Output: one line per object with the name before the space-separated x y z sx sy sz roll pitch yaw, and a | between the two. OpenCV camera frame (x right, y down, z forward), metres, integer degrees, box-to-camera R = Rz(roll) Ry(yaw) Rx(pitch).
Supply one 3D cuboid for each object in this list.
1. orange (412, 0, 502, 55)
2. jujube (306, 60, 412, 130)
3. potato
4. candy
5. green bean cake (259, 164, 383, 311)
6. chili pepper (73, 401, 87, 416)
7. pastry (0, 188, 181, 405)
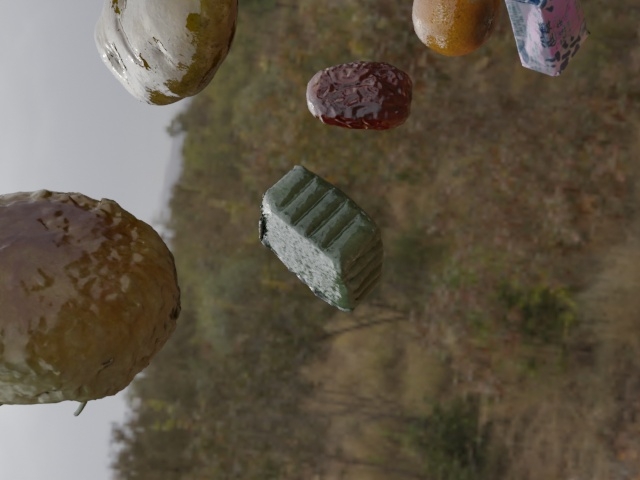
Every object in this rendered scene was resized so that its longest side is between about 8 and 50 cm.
orange | 0.303 -0.507 2.477 0.224 0.170 0.224 -40 -33 -34
jujube | 0.065 -0.240 1.893 0.112 0.176 0.109 -78 -10 -56
potato | -0.209 -0.309 1.617 0.369 0.176 0.196 -14 60 64
candy | 0.329 -0.321 1.646 0.092 0.073 0.160 -51 -34 -14
green bean cake | 0.000 0.000 1.978 0.125 0.222 0.227 -45 -21 -22
chili pepper | -0.280 0.105 1.506 0.071 0.063 0.272 20 95 40
pastry | -0.310 0.055 1.304 0.330 0.329 0.136 -91 5 -54
